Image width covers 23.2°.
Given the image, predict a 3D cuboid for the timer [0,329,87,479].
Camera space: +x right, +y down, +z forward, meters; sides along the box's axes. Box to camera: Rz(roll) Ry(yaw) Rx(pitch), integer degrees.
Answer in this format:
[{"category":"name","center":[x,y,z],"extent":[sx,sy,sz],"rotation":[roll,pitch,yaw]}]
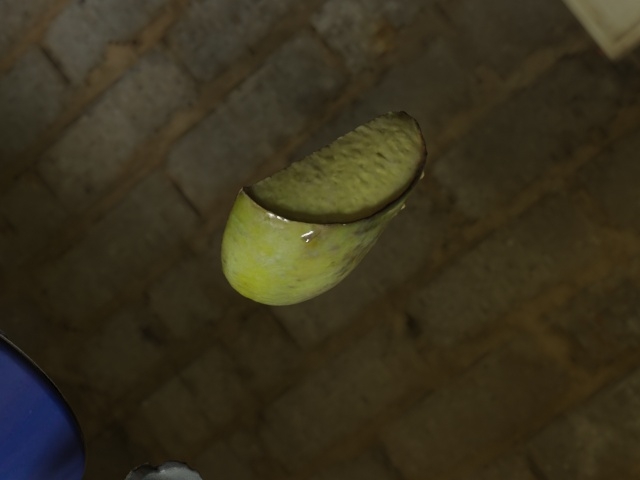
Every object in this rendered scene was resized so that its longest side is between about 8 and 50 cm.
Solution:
[{"category":"timer","center":[-0.417,0.264,1.399],"extent":[0.383,0.270,0.270],"rotation":[-56,-171,-36]}]

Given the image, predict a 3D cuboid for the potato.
[{"category":"potato","center":[0.000,0.000,1.842],"extent":[0.269,0.112,0.255],"rotation":[-27,158,-35]}]

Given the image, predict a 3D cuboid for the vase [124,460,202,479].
[{"category":"vase","center":[-0.177,0.254,1.265],"extent":[0.115,0.115,0.237],"rotation":[-37,-174,-42]}]
